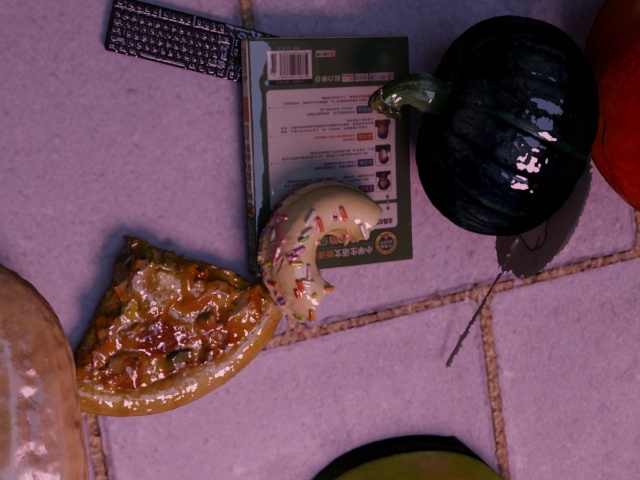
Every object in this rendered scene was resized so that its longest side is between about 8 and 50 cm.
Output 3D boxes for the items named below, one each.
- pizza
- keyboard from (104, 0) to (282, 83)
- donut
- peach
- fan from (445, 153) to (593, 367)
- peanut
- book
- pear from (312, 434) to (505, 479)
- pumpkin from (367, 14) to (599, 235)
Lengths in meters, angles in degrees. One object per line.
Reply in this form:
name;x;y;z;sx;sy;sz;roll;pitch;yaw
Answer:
pizza;-0.165;0.086;1.228;0.292;0.058;0.197;-19;102;-19
keyboard;-0.131;-0.214;1.237;0.204;0.013;0.061;11;92;-23
donut;-0.005;-0.001;1.241;0.108;0.065;0.166;44;74;-22
peach;0.467;-0.170;1.293;0.370;0.370;0.370;-2;96;-22
fan;0.223;0.015;1.334;0.009;0.190;0.329;22;109;-18
peanut;-0.321;0.155;1.121;0.174;0.158;0.340;-3;95;22
book;0.011;-0.098;1.290;0.202;0.027;0.264;-6;99;-25
pear;0.132;0.444;1.325;0.399;0.165;0.398;-2;96;-22
pumpkin;0.174;-0.135;1.249;0.248;0.248;0.248;-2;96;-22
